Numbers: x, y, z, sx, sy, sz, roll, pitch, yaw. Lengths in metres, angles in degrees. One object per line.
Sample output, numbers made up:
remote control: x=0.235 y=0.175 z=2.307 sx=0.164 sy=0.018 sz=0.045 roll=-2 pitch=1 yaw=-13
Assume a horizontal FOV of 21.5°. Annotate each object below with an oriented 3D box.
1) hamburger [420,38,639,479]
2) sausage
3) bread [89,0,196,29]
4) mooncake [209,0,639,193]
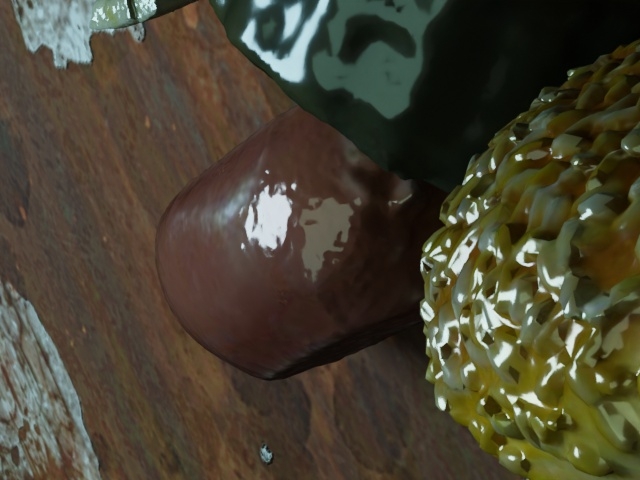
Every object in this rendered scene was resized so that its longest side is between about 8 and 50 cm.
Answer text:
hamburger: x=0.202 y=0.029 z=0.551 sx=0.330 sy=0.330 sz=0.250 roll=-4 pitch=107 yaw=52
sausage: x=0.000 y=0.000 z=0.950 sx=0.148 sy=0.148 sz=0.254 roll=63 pitch=148 yaw=8
bread: x=-0.069 y=-0.188 z=0.941 sx=0.077 sy=0.152 sz=0.105 roll=-9 pitch=104 yaw=52
mooncake: x=0.067 y=-0.122 z=0.748 sx=0.228 sy=0.228 sz=0.124 roll=45 pitch=129 yaw=28
